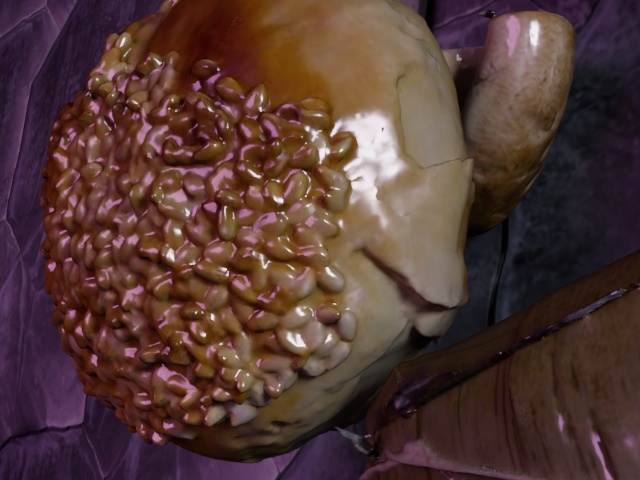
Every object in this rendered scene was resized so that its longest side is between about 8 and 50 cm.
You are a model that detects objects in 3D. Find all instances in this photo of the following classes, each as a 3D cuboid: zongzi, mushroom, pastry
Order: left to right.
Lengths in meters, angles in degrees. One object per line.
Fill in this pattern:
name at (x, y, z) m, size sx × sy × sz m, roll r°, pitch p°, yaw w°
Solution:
pastry at (-0.065, -0.023, 1.055) m, size 0.410 × 0.245 × 0.409 m, roll -3°, pitch 86°, yaw 50°
mushroom at (0.119, -0.082, 1.150) m, size 0.286 × 0.156 × 0.151 m, roll -27°, pitch 64°, yaw 61°
zongzi at (0.181, 0.251, 0.830) m, size 0.500 × 0.218 × 0.466 m, roll -31°, pitch 51°, yaw 44°

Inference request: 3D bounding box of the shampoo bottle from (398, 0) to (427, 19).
shampoo bottle at (0.069, -0.188, 1.345) m, size 0.072 × 0.049 × 0.212 m, roll -5°, pitch 69°, yaw 35°
